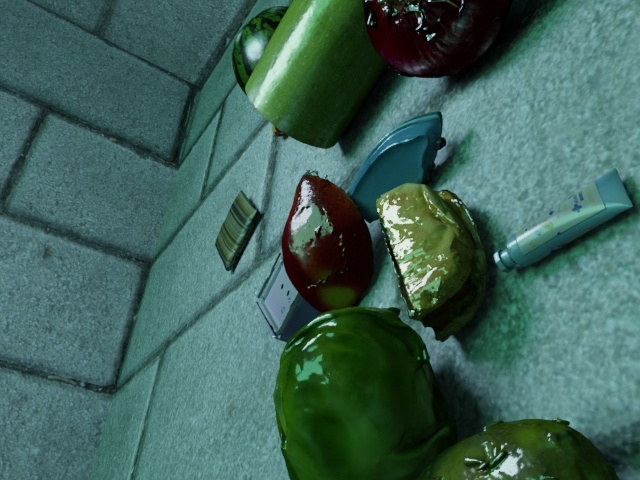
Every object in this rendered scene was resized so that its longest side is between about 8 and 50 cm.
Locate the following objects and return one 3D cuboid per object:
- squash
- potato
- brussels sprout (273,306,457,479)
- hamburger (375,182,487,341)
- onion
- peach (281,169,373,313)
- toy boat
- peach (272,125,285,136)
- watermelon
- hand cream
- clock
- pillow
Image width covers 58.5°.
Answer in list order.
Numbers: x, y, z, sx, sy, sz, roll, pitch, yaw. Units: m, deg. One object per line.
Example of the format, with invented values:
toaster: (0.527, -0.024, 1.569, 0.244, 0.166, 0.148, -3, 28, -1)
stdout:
squash: (0.030, -0.436, 1.286, 0.384, 0.263, 0.263, -54, 27, 25)
potato: (0.157, 0.287, 0.543, 0.298, 0.141, 0.176, -54, 21, 24)
brussels sprout: (0.050, 0.206, 0.718, 0.259, 0.227, 0.294, -70, -17, -74)
hamburger: (0.166, 0.009, 0.816, 0.131, 0.124, 0.262, -34, 41, 21)
onion: (0.207, -0.435, 0.992, 0.314, 0.232, 0.314, 13, 106, 52)
peach: (-0.001, 0.002, 1.041, 0.189, 0.068, 0.279, -22, 81, 29)
toy boat: (0.138, -0.134, 1.009, 0.238, 0.109, 0.098, -50, 4, 43)
peach: (-0.120, -0.367, 1.759, 0.098, 0.061, 0.098, 174, 90, -78)
watermelon: (-0.115, -0.521, 1.648, 0.285, 0.285, 0.285, -45, 32, 39)
hand cream: (0.281, -0.016, 0.677, 0.171, 0.043, 0.065, -42, 31, 38)
clock: (-0.062, 0.120, 1.209, 0.144, 0.073, 0.193, -63, 25, 8)
pillow: (-0.264, -0.035, 1.775, 0.212, 0.052, 0.208, -63, 27, 12)
